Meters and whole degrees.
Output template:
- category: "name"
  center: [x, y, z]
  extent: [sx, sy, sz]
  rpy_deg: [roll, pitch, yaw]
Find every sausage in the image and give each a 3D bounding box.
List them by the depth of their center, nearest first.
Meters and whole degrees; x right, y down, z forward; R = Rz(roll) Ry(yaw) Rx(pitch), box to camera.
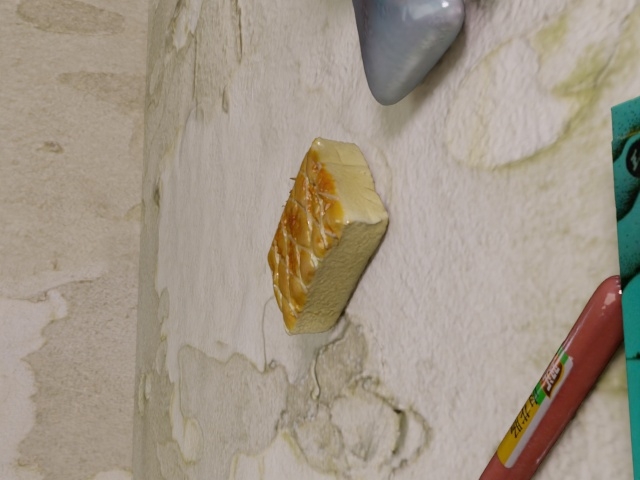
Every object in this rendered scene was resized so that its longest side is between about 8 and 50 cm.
- category: "sausage"
  center: [0.149, 0.107, 0.478]
  extent: [0.029, 0.029, 0.223]
  rpy_deg: [-116, 37, -50]

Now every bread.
- category: "bread"
  center: [0.000, 0.001, 0.799]
  extent: [0.125, 0.068, 0.188]
  rpy_deg: [-108, 31, -41]

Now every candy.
- category: "candy"
  center: [0.072, -0.227, 0.667]
  extent: [0.138, 0.071, 0.174]
  rpy_deg: [132, 136, -55]

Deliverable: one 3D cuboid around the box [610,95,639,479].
- category: "box"
  center: [0.210, 0.024, 0.336]
  extent: [0.161, 0.042, 0.226]
  rpy_deg: [160, 113, -64]
